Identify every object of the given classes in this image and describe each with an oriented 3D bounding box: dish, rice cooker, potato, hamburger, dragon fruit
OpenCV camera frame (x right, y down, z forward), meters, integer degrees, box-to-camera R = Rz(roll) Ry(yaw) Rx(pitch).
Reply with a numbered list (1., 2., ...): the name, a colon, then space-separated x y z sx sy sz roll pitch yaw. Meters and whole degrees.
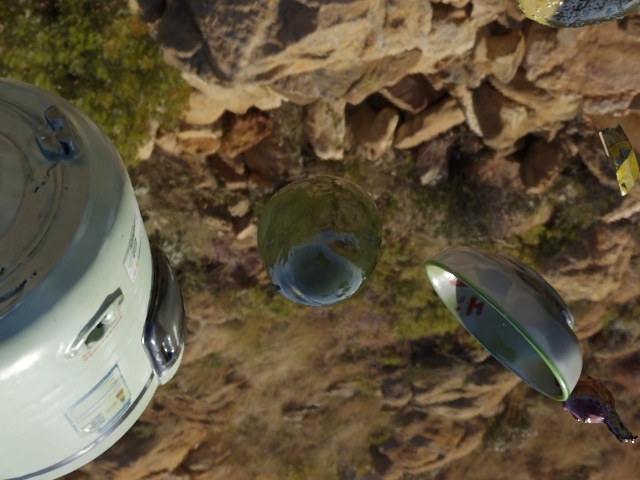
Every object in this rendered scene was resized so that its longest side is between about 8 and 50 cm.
1. dish: 0.334 0.114 1.240 0.324 0.124 0.324 46 174 7
2. rice cooker: -0.207 0.032 0.463 0.226 0.226 0.244 16 146 10
3. potato: -0.001 0.001 1.035 0.148 0.197 0.228 40 156 -22
4. hamburger: 0.355 -0.383 1.006 0.215 0.122 0.189 4 150 2
5. dragon fruit: 0.765 0.466 1.988 0.246 0.125 0.125 50 151 42

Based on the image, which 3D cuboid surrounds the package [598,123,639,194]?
1. package: 0.562 -0.152 1.348 0.047 0.131 0.071 -19 127 20
